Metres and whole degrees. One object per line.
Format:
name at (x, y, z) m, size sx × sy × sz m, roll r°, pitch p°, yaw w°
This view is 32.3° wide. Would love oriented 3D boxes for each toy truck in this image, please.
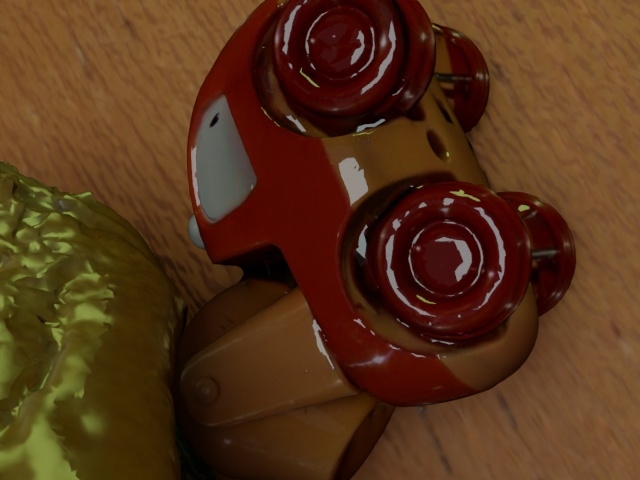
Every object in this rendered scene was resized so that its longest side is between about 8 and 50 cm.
toy truck at (0.000, 0.000, 0.624) m, size 0.239 × 0.189 × 0.264 m, roll -26°, pitch 80°, yaw 19°

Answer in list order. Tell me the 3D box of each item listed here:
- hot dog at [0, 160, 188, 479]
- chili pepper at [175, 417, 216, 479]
hot dog at (-0.226, 0.128, 0.523) m, size 0.367 × 0.196 × 0.365 m, roll -26°, pitch 44°, yaw 11°
chili pepper at (-0.110, 0.111, 0.705) m, size 0.059 × 0.088 × 0.227 m, roll -33°, pitch 88°, yaw 13°
